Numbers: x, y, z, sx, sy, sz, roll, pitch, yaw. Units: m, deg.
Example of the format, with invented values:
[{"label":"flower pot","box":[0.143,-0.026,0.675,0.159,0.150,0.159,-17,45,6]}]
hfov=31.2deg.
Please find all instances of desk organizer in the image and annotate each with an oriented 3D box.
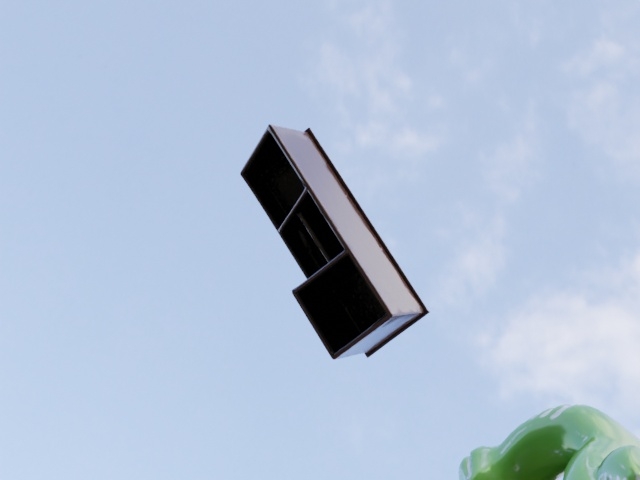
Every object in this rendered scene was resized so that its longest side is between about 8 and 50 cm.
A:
[{"label":"desk organizer","box":[0.000,0.000,0.637,0.047,0.050,0.130,-38,-106,20]}]

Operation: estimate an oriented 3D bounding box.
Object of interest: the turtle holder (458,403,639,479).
[{"label":"turtle holder","box":[0.212,0.257,0.778,0.320,0.243,0.227,37,-70,16]}]
